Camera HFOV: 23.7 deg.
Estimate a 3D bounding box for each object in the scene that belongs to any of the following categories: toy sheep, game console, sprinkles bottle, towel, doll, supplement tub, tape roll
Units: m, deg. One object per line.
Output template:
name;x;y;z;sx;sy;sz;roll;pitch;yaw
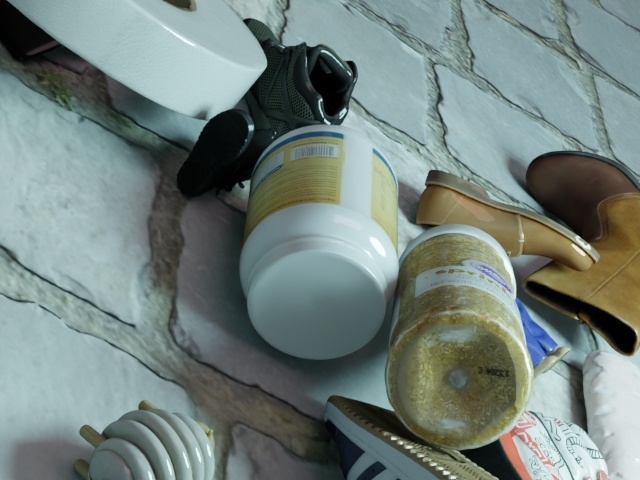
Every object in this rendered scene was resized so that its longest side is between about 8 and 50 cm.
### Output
toy sheep;-0.128;0.163;1.108;0.132;0.091;0.091;-24;68;-43
game console;-0.285;-0.223;1.508;0.122;0.071;0.107;51;1;16
sprinkles bottle;0.122;0.076;1.371;0.121;0.121;0.355;39;12;-4
towel;0.406;0.292;1.581;0.317;0.053;0.332;32;30;-14
doll;0.181;0.064;1.628;0.189;0.046;0.129;49;30;12
supplement tub;0.000;0.000;1.405;0.144;0.144;0.200;31;31;-17
tape roll;-0.222;-0.267;1.479;0.392;0.072;0.392;38;14;-11

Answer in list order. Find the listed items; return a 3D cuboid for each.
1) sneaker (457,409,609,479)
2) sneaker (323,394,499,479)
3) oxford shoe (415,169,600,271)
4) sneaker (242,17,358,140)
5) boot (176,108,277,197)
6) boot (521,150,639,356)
sneaker;0.214;0.255;1.368;0.145;0.090;0.270;18;34;-31
sneaker;0.063;0.235;1.236;0.099;0.153;0.282;17;7;-32
oxford shoe;0.205;-0.004;1.699;0.212;0.076;0.076;22;-10;3
sneaker;-0.027;-0.184;1.638;0.087;0.130;0.227;21;33;-34
boot;-0.077;-0.089;1.466;0.045;0.121;0.099;52;37;14
boot;0.307;0.013;1.808;0.264;0.096;0.280;37;40;16
